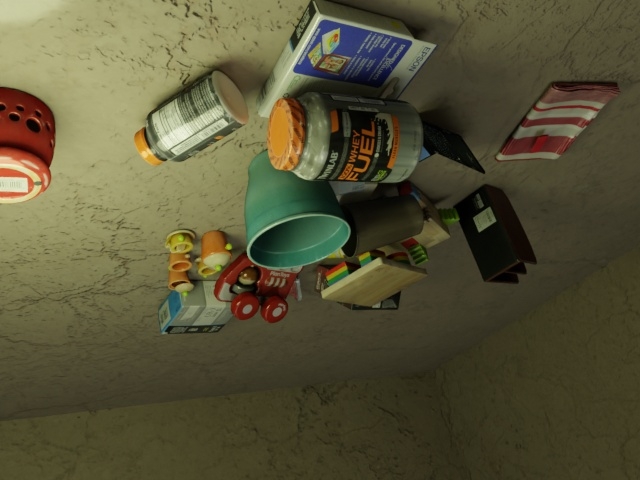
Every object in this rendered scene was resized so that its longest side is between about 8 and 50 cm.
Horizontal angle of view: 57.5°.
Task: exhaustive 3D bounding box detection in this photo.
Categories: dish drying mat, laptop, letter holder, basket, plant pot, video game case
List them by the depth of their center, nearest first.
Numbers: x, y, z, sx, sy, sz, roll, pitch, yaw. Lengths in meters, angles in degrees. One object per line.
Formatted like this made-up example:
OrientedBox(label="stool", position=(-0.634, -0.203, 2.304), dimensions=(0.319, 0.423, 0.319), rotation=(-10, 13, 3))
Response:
OrientedBox(label="plant pot", position=(-0.642, -0.185, 1.188), dimensions=(0.191, 0.174, 0.191), rotation=(-13, 151, -7))
OrientedBox(label="plant pot", position=(-0.084, -0.101, 1.544), dimensions=(0.271, 0.255, 0.272), rotation=(-12, 154, -6))
OrientedBox(label="video game case", position=(0.067, -0.203, 1.608), dimensions=(0.119, 0.015, 0.166), rotation=(-13, 128, -14))
OrientedBox(label="laptop", position=(0.286, -0.229, 1.621), dimensions=(0.137, 0.264, 0.234), rotation=(-58, 145, 1))
OrientedBox(label="basket", position=(0.179, -0.052, 1.747), dimensions=(0.226, 0.154, 0.204), rotation=(-14, 159, -16))
OrientedBox(label="dish drying mat", position=(0.665, -0.294, 1.772), dimensions=(0.032, 0.008, 0.083), rotation=(-10, 153, -4))
OrientedBox(label="letter holder", position=(0.632, -0.015, 2.026), dimensions=(0.214, 0.302, 0.152), rotation=(8, 145, -38))

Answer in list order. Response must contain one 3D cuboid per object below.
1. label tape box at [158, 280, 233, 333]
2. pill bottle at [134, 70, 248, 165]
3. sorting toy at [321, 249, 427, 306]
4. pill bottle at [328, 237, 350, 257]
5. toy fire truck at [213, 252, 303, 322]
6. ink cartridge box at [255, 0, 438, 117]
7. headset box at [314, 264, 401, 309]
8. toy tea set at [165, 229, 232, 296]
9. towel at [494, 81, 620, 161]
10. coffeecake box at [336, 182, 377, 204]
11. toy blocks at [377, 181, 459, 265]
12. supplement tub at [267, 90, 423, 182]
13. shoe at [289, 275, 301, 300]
OrientedBox(label="label tape box", position=(-0.405, 0.256, 2.206), dimensions=(0.347, 0.115, 0.249), rotation=(6, 146, -32))
OrientedBox(label="pill bottle", position=(-0.290, -0.257, 1.280), dimensions=(0.245, 0.130, 0.130), rotation=(-25, 151, 20))
OrientedBox(label="sorting toy", position=(0.169, 0.113, 1.903), dimensions=(0.257, 0.089, 0.255), rotation=(-34, 148, 33))
OrientedBox(label="pill bottle", position=(0.000, 0.000, 1.895), dimensions=(0.215, 0.117, 0.117), rotation=(-1, 156, 14))
OrientedBox(label="toy fire truck", position=(-0.214, 0.134, 2.034), dimensions=(0.302, 0.169, 0.254), rotation=(13, 108, -41))
OrientedBox(label="ink cartridge box", position=(0.053, -0.375, 1.309), dimensions=(0.307, 0.072, 0.303), rotation=(0, 148, -32))
OrientedBox(label="headset box", position=(0.129, 0.170, 2.195), dimensions=(0.218, 0.110, 0.293), rotation=(4, -171, -32))
OrientedBox(label="toy tea set", position=(-0.400, 0.090, 1.881), dimensions=(0.200, 0.124, 0.336), rotation=(-5, 151, -20))
OrientedBox(label="towel", position=(0.696, -0.342, 1.736), dimensions=(0.237, 0.037, 0.329), rotation=(-5, 151, -18))
OrientedBox(label="coffeecake box", position=(0.054, -0.149, 1.729), dimensions=(0.185, 0.068, 0.142), rotation=(-4, 151, -21))
OrientedBox(label="toy blocks", position=(0.239, -0.042, 1.949), dimensions=(0.381, 0.191, 0.261), rotation=(-30, 138, 25))
OrientedBox(label="supplement tub", position=(0.053, -0.228, 1.303), dimensions=(0.316, 0.194, 0.193), rotation=(-2, 150, -25))
OrientedBox(label="shoe", position=(-0.120, 0.187, 2.284), dimensions=(0.081, 0.063, 0.178), rotation=(-11, 147, -5))
